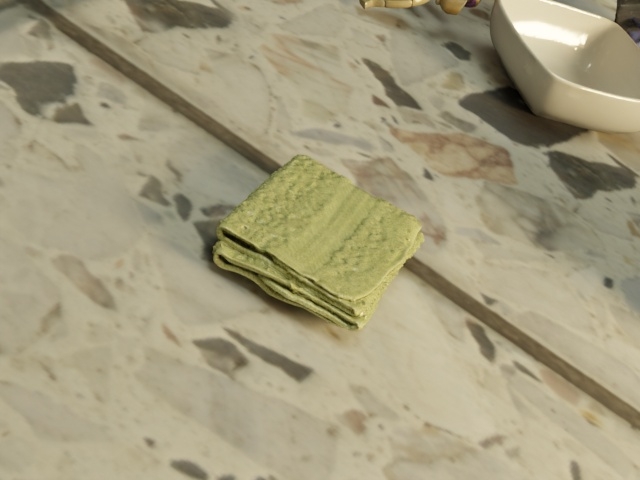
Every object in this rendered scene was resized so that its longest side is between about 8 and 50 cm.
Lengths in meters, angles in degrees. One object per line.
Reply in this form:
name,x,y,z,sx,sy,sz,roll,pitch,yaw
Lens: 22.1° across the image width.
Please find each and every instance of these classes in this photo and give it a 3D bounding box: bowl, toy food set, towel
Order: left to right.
towel,0.000,0.000,1.029,0.110,0.027,0.148,31,32,5
toy food set,0.091,-0.208,1.384,0.122,0.019,0.078,-4,29,-4
bowl,0.210,-0.142,1.377,0.142,0.053,0.142,11,35,-28

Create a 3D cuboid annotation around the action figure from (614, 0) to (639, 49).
action figure,0.267,-0.281,1.408,0.330,0.178,0.341,13,-7,2
